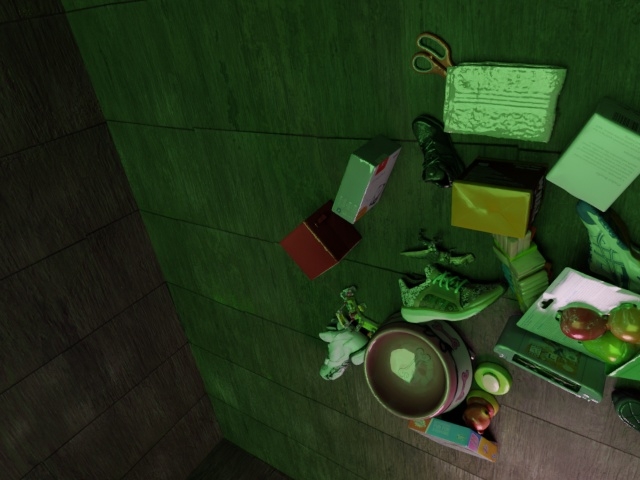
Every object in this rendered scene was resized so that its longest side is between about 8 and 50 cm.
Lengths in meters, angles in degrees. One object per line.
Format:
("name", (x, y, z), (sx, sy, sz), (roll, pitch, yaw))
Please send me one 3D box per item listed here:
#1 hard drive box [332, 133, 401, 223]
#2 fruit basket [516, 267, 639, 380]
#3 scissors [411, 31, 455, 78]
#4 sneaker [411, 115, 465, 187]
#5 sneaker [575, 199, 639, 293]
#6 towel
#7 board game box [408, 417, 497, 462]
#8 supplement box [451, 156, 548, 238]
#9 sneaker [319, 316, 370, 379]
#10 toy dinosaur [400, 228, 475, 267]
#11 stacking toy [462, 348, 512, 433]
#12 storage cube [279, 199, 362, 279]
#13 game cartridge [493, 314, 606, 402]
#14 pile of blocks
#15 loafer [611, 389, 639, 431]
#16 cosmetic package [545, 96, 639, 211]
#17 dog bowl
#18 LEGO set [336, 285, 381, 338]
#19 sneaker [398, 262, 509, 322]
("hard drive box", (0.145, -0.196, 1.446), (0.089, 0.181, 0.232), (34, 136, 16))
("fruit basket", (0.759, 0.217, 1.205), (0.353, 0.165, 0.327), (27, 147, 17))
("scissors", (0.367, -0.441, 1.207), (0.297, 0.021, 0.109), (39, 136, 12))
("sneaker", (0.325, -0.249, 1.300), (0.087, 0.130, 0.228), (-24, 100, 44))
("sneaker", (0.732, 0.026, 1.168), (0.296, 0.112, 0.131), (52, 138, -2))
("towel", (0.458, -0.356, 1.164), (0.282, 0.049, 0.187), (14, 128, 25))
("board game box", (0.523, 0.772, 1.778), (0.242, 0.064, 0.316), (2, 151, 41))
("supplement box", (0.478, -0.122, 1.211), (0.191, 0.194, 0.129), (14, 127, 32))
("sneaker", (0.071, 0.473, 2.015), (0.210, 0.137, 0.366), (48, 132, 2))
("toy dinosaur", (0.370, 0.029, 1.510), (0.268, 0.064, 0.118), (9, 131, 39))
("stacking toy", (0.535, 0.548, 1.683), (0.309, 0.130, 0.280), (33, 135, 17))
("storage cube", (0.000, 0.000, 1.702), (0.193, 0.183, 0.215), (49, 137, -2))
("game cartridge", (0.691, 0.336, 1.354), (0.297, 0.198, 0.062), (25, 132, 25))
("pile of blocks", (0.603, 0.064, 1.327), (0.112, 0.149, 0.362), (-26, 117, 3))
("loafer", (1.004, 0.560, 1.353), (0.302, 0.095, 0.109), (41, 107, 2))
("cosmetic package", (0.653, -0.200, 1.044), (0.151, 0.151, 0.184), (36, 135, 15))
("dog bowl", (0.338, 0.469, 1.671), (0.408, 0.150, 0.408), (4, 98, 34))
("LEGO set", (0.163, 0.332, 1.855), (0.287, 0.107, 0.132), (50, 137, -1))
("sneaker", (0.411, 0.162, 1.511), (0.410, 0.158, 0.182), (-19, 96, 44))
